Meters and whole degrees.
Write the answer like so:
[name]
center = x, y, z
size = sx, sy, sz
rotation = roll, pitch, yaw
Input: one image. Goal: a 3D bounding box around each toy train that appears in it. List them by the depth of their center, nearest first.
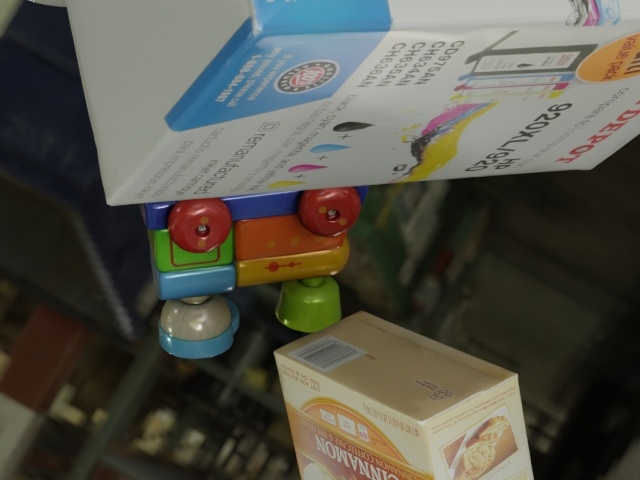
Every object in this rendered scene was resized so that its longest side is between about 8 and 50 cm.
[toy train]
center = 0.000, 0.000, 1.299
size = 0.248, 0.143, 0.105
rotation = -7, -148, -11

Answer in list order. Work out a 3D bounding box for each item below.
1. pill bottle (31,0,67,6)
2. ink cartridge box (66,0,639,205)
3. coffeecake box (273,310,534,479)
[pill bottle]
center = -0.182, -0.257, 1.107
size = 0.160, 0.160, 0.283
rotation = 35, -174, -37
[ink cartridge box]
center = 0.033, -0.125, 0.745
size = 0.233, 0.168, 0.171
rotation = -5, 163, -26
[coffeecake box]
center = 0.054, 0.149, 1.045
size = 0.142, 0.068, 0.185
rotation = 20, 127, 53
